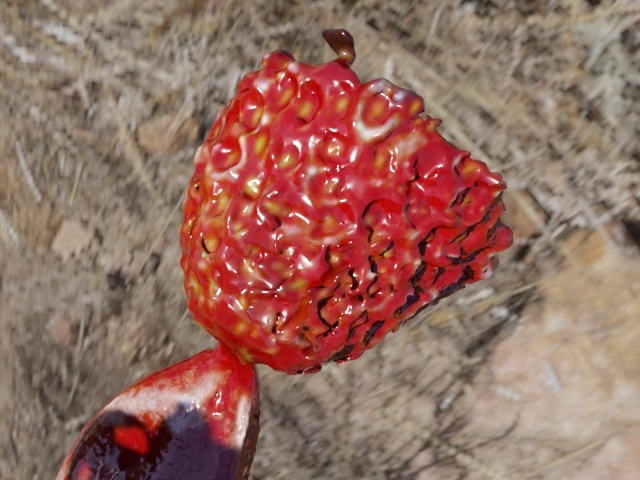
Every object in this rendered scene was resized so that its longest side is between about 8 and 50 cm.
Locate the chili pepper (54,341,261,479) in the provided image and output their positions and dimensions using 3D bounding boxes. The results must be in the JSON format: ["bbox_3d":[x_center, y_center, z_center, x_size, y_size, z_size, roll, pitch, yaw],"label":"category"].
[{"bbox_3d":[-0.117,0.176,1.299,0.136,0.144,0.252,9,107,-35],"label":"chili pepper"}]

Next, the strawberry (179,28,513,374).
[{"bbox_3d":[0.000,0.000,1.226,0.234,0.234,0.178,34,64,-1],"label":"strawberry"}]
